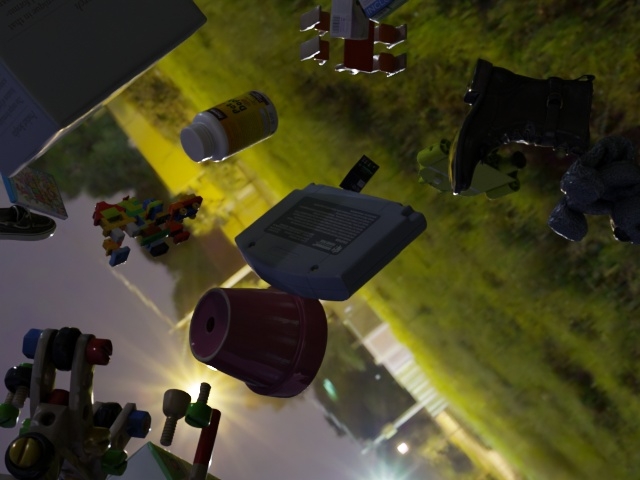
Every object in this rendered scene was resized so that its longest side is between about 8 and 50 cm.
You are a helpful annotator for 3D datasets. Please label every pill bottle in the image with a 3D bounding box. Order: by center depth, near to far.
[{"bbox_3d":[-0.208,-0.253,2.071,0.117,0.215,0.117,30,136,35],"label":"pill bottle"}]

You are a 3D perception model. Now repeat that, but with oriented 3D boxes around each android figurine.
[{"bbox_3d":[0.340,-0.164,2.135,0.248,0.056,0.273,24,155,-27],"label":"android figurine"}]

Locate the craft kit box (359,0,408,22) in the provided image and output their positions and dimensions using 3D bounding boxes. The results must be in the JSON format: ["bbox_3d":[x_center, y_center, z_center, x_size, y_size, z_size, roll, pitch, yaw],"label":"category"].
[{"bbox_3d":[0.130,-0.540,1.540,0.247,0.250,0.061,62,-157,8],"label":"craft kit box"}]

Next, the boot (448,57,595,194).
[{"bbox_3d":[0.352,-0.183,1.582,0.229,0.263,0.091,15,179,-1],"label":"boot"}]

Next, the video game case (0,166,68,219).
[{"bbox_3d":[-0.625,-0.113,1.991,0.166,0.015,0.119,25,-144,-61],"label":"video game case"}]

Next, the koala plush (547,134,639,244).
[{"bbox_3d":[0.581,-0.071,1.719,0.221,0.203,0.196,39,158,22],"label":"koala plush"}]

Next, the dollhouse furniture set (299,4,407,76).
[{"bbox_3d":[0.097,-0.545,2.261,0.135,0.262,0.259,-8,79,60],"label":"dollhouse furniture set"}]

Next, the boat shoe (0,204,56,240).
[{"bbox_3d":[-0.729,-0.045,2.212,0.219,0.070,0.078,-5,-138,-50],"label":"boat shoe"}]

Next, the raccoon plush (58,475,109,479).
[{"bbox_3d":[-0.461,0.660,2.242,0.446,0.216,0.299,-17,146,43],"label":"raccoon plush"}]

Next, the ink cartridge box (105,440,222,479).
[{"bbox_3d":[-0.232,0.515,1.670,0.211,0.121,0.289,46,179,39],"label":"ink cartridge box"}]

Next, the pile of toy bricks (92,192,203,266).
[{"bbox_3d":[-0.317,-0.039,1.598,0.105,0.212,0.118,45,131,19],"label":"pile of toy bricks"}]

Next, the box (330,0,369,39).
[{"bbox_3d":[0.071,-0.595,1.961,0.067,0.063,0.324,14,107,41],"label":"box"}]

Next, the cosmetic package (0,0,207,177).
[{"bbox_3d":[-0.470,-0.371,1.452,0.394,0.327,0.329,52,149,-14],"label":"cosmetic package"}]

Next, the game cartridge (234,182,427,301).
[{"bbox_3d":[0.000,0.000,1.395,0.294,0.196,0.060,18,138,53],"label":"game cartridge"}]

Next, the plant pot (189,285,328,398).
[{"bbox_3d":[-0.117,0.162,1.577,0.180,0.201,0.201,17,-160,-37],"label":"plant pot"}]

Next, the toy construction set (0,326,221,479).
[{"bbox_3d":[-0.297,0.283,1.212,0.309,0.237,0.257,17,141,-10],"label":"toy construction set"}]

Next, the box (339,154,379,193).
[{"bbox_3d":[0.093,-0.153,2.188,0.052,0.062,0.083,38,-137,1],"label":"box"}]
